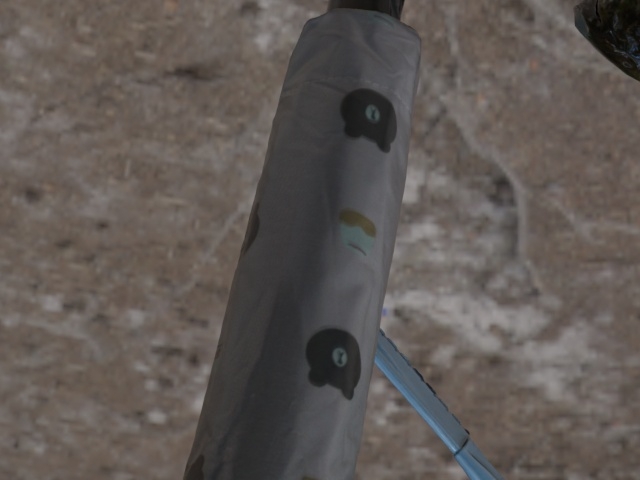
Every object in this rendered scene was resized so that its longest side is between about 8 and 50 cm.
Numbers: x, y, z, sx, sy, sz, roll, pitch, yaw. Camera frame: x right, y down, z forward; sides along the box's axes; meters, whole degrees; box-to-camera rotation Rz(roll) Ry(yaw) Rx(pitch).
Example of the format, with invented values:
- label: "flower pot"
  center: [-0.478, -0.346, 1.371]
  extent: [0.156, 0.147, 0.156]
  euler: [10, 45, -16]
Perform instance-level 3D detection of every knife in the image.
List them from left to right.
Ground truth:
- label: "knife"
  center: [0.070, 0.101, 0.766]
  extent: [0.019, 0.044, 0.313]
  euler: [-42, 86, 18]

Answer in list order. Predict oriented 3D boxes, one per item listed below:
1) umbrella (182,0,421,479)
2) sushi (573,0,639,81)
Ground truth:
- label: "umbrella"
  center: [0.000, 0.000, 0.688]
  extent: [0.073, 0.337, 0.067]
  euler: [12, 151, 1]
- label: "sushi"
  center: [0.363, -0.264, 1.208]
  extent: [0.234, 0.349, 0.207]
  euler: [21, 143, -6]
